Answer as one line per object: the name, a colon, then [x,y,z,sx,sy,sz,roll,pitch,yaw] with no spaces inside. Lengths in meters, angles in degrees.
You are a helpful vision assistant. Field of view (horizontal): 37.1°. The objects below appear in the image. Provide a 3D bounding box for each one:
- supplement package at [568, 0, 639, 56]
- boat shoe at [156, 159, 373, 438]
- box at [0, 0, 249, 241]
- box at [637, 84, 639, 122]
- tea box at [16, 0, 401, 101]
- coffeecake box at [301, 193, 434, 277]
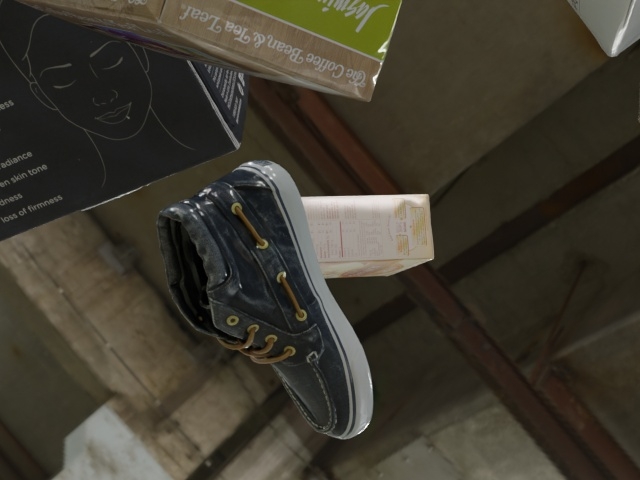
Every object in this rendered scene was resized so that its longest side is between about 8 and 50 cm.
supplement package: [0.125,-0.213,0.324,0.194,0.149,0.203,-36,-99,9]
boat shoe: [-0.035,0.050,0.566,0.065,0.083,0.183,-9,-74,49]
box: [-0.429,-0.318,1.506,0.480,0.297,0.471,-19,-54,13]
box: [0.289,-0.080,0.503,0.186,0.145,0.038,-174,-94,-64]
tea box: [-0.087,-0.320,0.823,0.329,0.220,0.323,25,-81,49]
coffeecake box: [0.000,0.000,0.958,0.142,0.186,0.068,150,-63,-73]
